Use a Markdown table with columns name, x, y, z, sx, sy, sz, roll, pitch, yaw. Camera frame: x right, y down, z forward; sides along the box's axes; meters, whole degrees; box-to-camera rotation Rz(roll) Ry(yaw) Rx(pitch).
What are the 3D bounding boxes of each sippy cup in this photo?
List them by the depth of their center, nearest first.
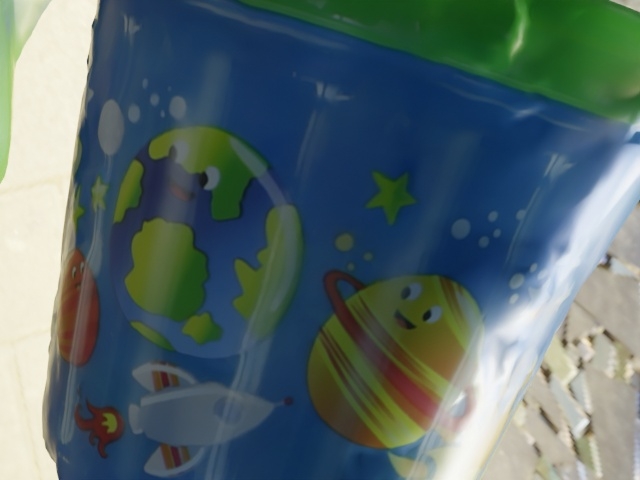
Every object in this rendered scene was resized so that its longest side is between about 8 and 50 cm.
| name | x | y | z | sx | sy | sz | roll | pitch | yaw |
| --- | --- | --- | --- | --- | --- | --- | --- | --- | --- |
| sippy cup | 0.000 | 0.000 | 0.497 | 0.240 | 0.305 | 0.224 | 11 | 100 | -36 |
